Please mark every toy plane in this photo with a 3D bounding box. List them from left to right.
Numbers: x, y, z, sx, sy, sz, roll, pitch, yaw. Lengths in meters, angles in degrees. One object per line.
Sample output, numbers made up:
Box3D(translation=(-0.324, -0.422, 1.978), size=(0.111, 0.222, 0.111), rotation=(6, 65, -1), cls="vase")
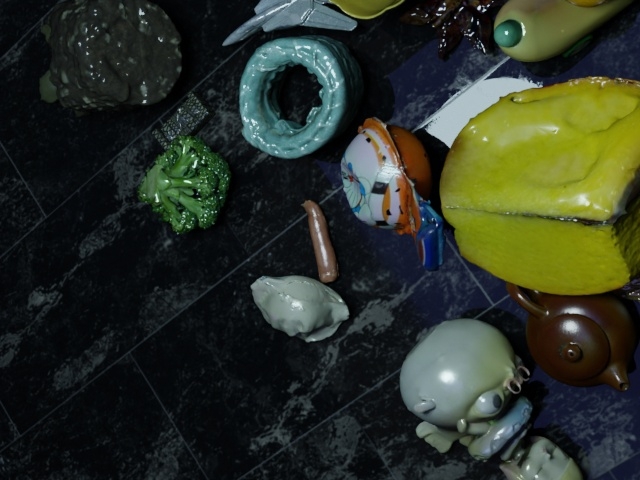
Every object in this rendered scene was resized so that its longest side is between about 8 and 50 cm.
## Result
Box3D(translation=(-0.063, -0.420, 1.775), size=(0.267, 0.088, 0.212), rotation=(-29, 81, 28), cls="toy plane")

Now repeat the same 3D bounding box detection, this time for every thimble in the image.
Box3D(translation=(-0.041, -0.253, 1.719), size=(0.235, 0.143, 0.198), rotation=(-42, 88, 24), cls="thimble")

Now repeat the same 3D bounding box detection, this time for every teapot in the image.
Box3D(translation=(0.400, 0.145, 1.577), size=(0.252, 0.135, 0.178), rotation=(40, 115, 7), cls="teapot")

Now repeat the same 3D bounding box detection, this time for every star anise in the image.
Box3D(translation=(0.241, -0.383, 1.670), size=(0.213, 0.053, 0.157), rotation=(-11, 88, 19), cls="star anise")

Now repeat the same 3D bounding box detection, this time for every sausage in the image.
Box3D(translation=(0.000, 0.000, 1.790), size=(0.042, 0.036, 0.157), rotation=(-16, 86, 13), cls="sausage")

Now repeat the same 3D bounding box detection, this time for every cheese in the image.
Box3D(translation=(0.128, -0.083, 1.630), size=(0.129, 0.216, 0.329), rotation=(-18, 42, -11), cls="cheese")

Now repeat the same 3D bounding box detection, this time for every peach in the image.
Box3D(translation=(0.407, -0.088, 1.522), size=(0.381, 0.242, 0.306), rotation=(-1, 56, 33), cls="peach")

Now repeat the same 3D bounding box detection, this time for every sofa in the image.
Box3D(translation=(-0.263, -0.226, 1.879), size=(0.118, 0.039, 0.060), rotation=(-43, 77, 17), cls="sofa")

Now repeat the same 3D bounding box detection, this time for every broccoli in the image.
Box3D(translation=(-0.258, -0.104, 1.827), size=(0.195, 0.156, 0.195), rotation=(-9, 78, 49), cls="broccoli")

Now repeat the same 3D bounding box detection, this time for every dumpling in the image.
Box3D(translation=(-0.042, 0.131, 1.783), size=(0.188, 0.108, 0.127), rotation=(14, 121, 3), cls="dumpling")

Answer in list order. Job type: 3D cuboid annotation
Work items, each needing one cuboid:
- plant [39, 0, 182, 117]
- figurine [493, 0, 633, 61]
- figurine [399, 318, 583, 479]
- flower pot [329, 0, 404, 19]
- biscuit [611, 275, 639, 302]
Box3D(translation=(-0.414, -0.345, 1.852), size=(0.312, 0.213, 0.215), rotation=(-1, 92, 57), cls="plant")
Box3D(translation=(0.412, -0.401, 1.514), size=(0.325, 0.222, 0.124), rotation=(-36, 77, 19), cls="figurine")
Box3D(translation=(0.289, 0.324, 1.643), size=(0.394, 0.226, 0.274), rotation=(46, 138, 2), cls="figurine")
Box3D(translation=(0.103, -0.485, 1.635), size=(0.195, 0.179, 0.195), rotation=(13, 119, 23), cls="flower pot")
Box3D(translation=(0.535, 0.037, 1.586), size=(0.224, 0.033, 0.144), rotation=(-2, 92, 23), cls="biscuit")
